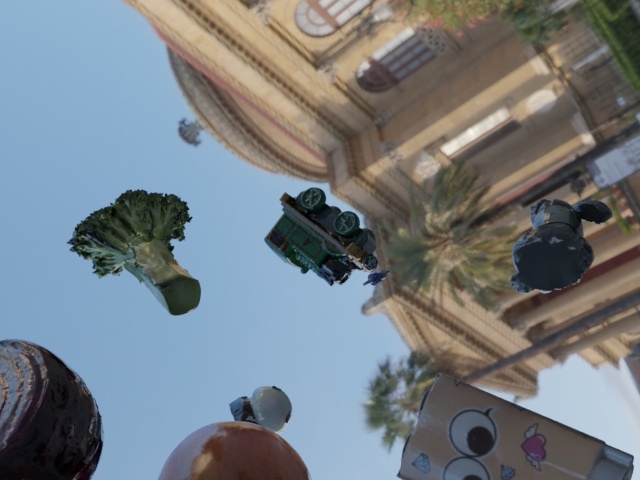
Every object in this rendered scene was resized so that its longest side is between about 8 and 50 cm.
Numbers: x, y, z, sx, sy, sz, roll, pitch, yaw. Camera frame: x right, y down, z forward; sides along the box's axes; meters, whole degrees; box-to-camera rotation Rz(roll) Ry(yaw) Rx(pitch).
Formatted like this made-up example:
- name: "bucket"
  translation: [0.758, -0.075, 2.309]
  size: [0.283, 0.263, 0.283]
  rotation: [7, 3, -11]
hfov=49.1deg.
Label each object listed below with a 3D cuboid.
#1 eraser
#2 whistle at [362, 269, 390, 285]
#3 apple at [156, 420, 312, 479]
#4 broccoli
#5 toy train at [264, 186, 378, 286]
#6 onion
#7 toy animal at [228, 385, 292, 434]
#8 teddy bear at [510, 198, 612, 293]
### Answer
- name: "eraser"
  translation: [0.268, 0.319, 0.987]
  size: [0.087, 0.290, 0.171]
  rotation: [29, -98, -56]
- name: "whistle"
  translation: [0.125, 0.085, 1.586]
  size: [0.083, 0.033, 0.029]
  rotation: [-23, -97, -42]
- name: "apple"
  translation: [-0.178, 0.574, 1.445]
  size: [0.364, 0.364, 0.364]
  rotation: [40, -148, -32]
- name: "broccoli"
  translation: [-0.351, 0.033, 1.526]
  size: [0.361, 0.221, 0.252]
  rotation: [27, -160, 30]
- name: "toy train"
  translation: [0.000, 0.000, 1.157]
  size: [0.228, 0.136, 0.091]
  rotation: [40, 179, 33]
- name: "onion"
  translation: [-0.504, 0.324, 1.090]
  size: [0.282, 0.337, 0.260]
  rotation: [53, 168, 43]
- name: "toy animal"
  translation: [-0.161, 0.499, 1.973]
  size: [0.166, 0.179, 0.138]
  rotation: [61, -177, 12]
- name: "teddy bear"
  translation: [0.492, 0.001, 1.397]
  size: [0.251, 0.171, 0.144]
  rotation: [-42, -74, -43]
